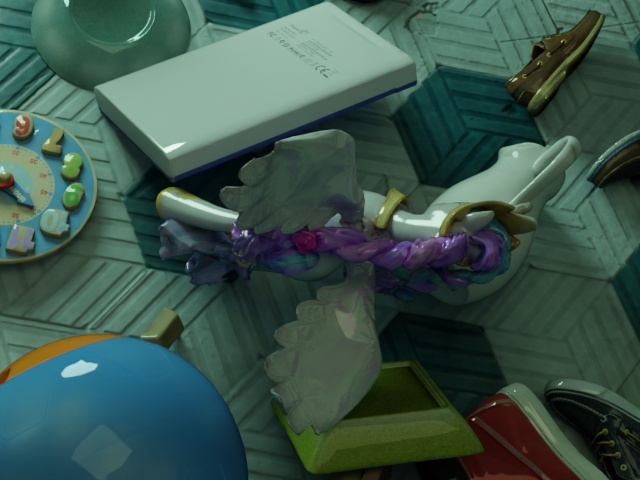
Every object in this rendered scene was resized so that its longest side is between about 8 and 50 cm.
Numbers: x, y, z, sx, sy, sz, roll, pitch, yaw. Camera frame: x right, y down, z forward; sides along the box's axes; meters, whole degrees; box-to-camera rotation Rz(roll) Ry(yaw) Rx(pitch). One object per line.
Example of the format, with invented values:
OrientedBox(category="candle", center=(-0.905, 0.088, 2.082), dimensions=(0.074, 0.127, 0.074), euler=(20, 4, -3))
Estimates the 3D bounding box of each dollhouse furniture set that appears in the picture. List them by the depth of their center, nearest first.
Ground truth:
OrientedBox(category="dollhouse furniture set", center=(-0.199, 0.135, 1.780), dimensions=(0.081, 0.091, 0.114), euler=(-7, 28, 31))

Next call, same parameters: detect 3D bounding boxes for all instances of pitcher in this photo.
OrientedBox(category="pitcher", center=(0.204, -0.031, 1.844), dimensions=(0.125, 0.178, 0.207), euler=(44, 62, -2))

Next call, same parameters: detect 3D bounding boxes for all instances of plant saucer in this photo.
OrientedBox(category="plant saucer", center=(0.056, 0.177, 1.716), dimensions=(0.188, 0.045, 0.188), euler=(-5, 19, -13))
OrientedBox(category="plant saucer", center=(-0.253, -0.270, 1.967), dimensions=(0.195, 0.037, 0.195), euler=(4, 63, -8))

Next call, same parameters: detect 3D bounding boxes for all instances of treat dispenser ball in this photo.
OrientedBox(category="treat dispenser ball", center=(-0.213, 0.234, 1.566), dimensions=(0.288, 0.288, 0.288), euler=(4, 62, -8))

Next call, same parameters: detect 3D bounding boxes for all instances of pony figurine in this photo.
OrientedBox(category="pony figurine", center=(0.000, 0.000, 1.701), dimensions=(0.363, 0.302, 0.351), euler=(12, 27, 44))

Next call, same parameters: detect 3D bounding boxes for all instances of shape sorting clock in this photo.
OrientedBox(category="shape sorting clock", center=(-0.357, -0.064, 1.838), dimensions=(0.206, 0.040, 0.206), euler=(4, 62, -8))

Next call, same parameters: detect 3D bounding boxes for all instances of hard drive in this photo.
OrientedBox(category="hard drive", center=(-0.077, -0.181, 1.896), dimensions=(0.319, 0.040, 0.210), euler=(-23, 38, -21))

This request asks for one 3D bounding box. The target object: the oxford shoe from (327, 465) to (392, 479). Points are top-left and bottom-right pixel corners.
OrientedBox(category="oxford shoe", center=(-0.047, 0.337, 1.629), dimensions=(0.146, 0.140, 0.397), euler=(20, 50, 18))

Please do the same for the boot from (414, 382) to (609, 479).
OrientedBox(category="boot", center=(0.214, 0.289, 1.733), dimensions=(0.176, 0.088, 0.244), euler=(-30, 63, -22))

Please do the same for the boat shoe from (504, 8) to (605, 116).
OrientedBox(category="boat shoe", center=(0.296, -0.234, 2.031), dimensions=(0.060, 0.064, 0.178), euler=(37, 65, 7))

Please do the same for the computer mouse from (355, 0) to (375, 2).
OrientedBox(category="computer mouse", center=(-0.037, -0.370, 2.044), dimensions=(0.262, 0.060, 0.184), euler=(35, 61, 9))

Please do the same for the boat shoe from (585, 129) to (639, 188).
OrientedBox(category="boat shoe", center=(0.408, -0.102, 1.981), dimensions=(0.183, 0.066, 0.066), euler=(-27, 72, -22))

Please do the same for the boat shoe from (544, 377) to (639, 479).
OrientedBox(category="boat shoe", center=(0.324, 0.224, 1.795), dimensions=(0.183, 0.065, 0.083), euler=(26, 60, 3))
